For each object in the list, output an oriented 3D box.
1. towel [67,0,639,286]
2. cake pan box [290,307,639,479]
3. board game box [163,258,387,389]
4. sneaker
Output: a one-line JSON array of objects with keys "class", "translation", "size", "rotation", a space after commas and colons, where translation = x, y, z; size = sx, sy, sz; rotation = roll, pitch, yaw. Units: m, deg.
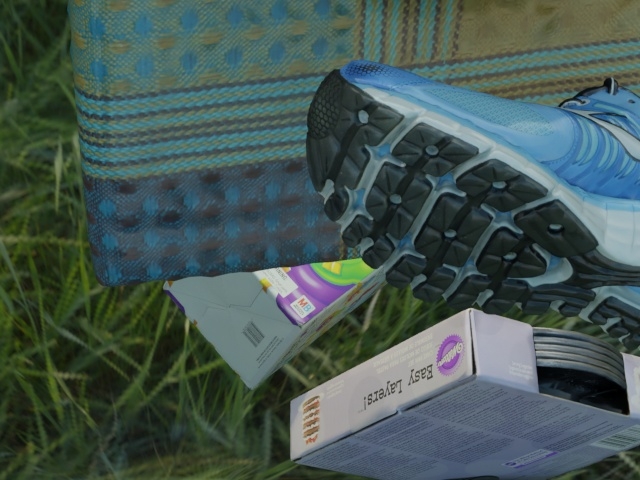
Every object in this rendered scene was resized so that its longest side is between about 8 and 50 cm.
[{"class": "towel", "translation": [0.048, -0.149, 0.403], "size": [0.271, 0.370, 0.040], "rotation": [-6, 38, -13]}, {"class": "cake pan box", "translation": [0.143, 0.154, 1.109], "size": [0.246, 0.267, 0.070], "rotation": [14, 59, -32]}, {"class": "board game box", "translation": [0.000, 0.000, 1.277], "size": [0.142, 0.144, 0.275], "rotation": [48, 52, 9]}, {"class": "sneaker", "translation": [0.069, -0.017, 0.382], "size": [0.162, 0.063, 0.073], "rotation": [21, 49, -20]}]
